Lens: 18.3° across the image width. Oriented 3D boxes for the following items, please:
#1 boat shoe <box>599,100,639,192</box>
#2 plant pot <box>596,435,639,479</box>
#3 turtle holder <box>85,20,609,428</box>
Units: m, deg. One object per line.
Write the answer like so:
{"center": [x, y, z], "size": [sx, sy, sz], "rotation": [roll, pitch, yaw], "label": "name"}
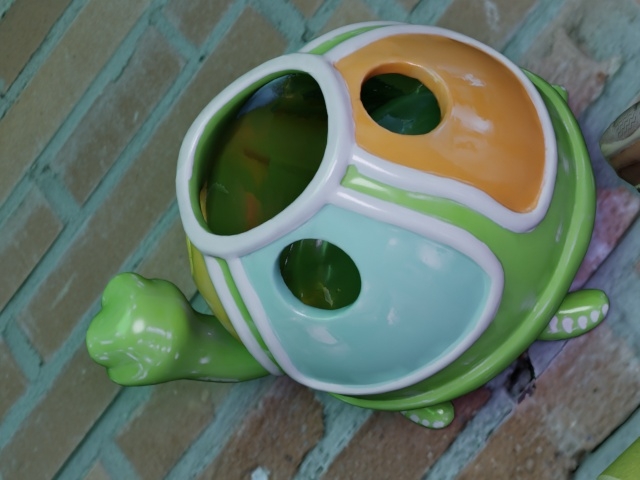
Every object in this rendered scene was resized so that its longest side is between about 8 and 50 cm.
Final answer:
{"center": [0.266, -0.061, 1.104], "size": [0.116, 0.123, 0.324], "rotation": [59, 159, -3], "label": "boat shoe"}
{"center": [0.330, 0.089, 0.958], "size": [0.293, 0.275, 0.275], "rotation": [-51, 46, -7], "label": "plant pot"}
{"center": [0.007, -0.019, 1.285], "size": [0.320, 0.227, 0.243], "rotation": [-3, 72, 41], "label": "turtle holder"}
